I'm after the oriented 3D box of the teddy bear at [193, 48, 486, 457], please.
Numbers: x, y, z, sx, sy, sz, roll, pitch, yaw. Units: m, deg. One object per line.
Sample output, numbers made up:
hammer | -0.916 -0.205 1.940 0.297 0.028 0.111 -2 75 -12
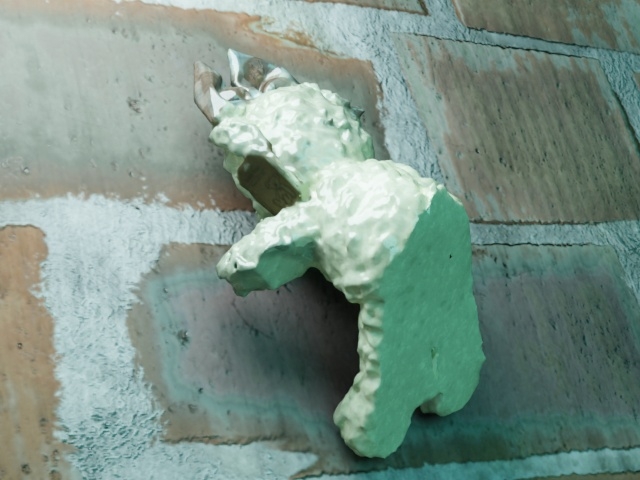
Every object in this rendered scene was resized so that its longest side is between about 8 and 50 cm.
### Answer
teddy bear | 0.000 0.000 1.616 0.362 0.375 0.327 22 32 38
